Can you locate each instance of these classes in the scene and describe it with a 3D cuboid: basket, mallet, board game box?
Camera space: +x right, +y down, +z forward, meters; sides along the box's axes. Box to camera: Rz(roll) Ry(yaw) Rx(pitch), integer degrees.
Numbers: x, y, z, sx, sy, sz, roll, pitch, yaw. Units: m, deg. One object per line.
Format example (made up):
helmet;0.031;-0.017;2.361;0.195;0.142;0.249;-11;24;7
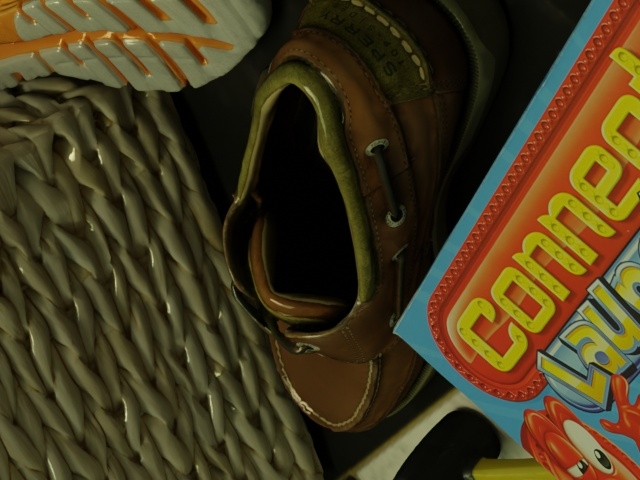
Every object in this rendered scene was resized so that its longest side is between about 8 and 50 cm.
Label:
basket;-0.226;0.071;0.970;0.328;0.266;0.331;10;131;45
mallet;0.120;0.105;0.817;0.189;0.062;0.039;-14;115;38
board game box;0.203;0.037;0.593;0.302;0.086;0.308;41;147;11

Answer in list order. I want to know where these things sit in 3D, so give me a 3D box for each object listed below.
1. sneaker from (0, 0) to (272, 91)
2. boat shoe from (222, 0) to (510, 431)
sneaker;-0.120;-0.125;0.818;0.214;0.083;0.084;4;154;26
boat shoe;0.000;0.000;0.777;0.110;0.104;0.307;33;144;23
